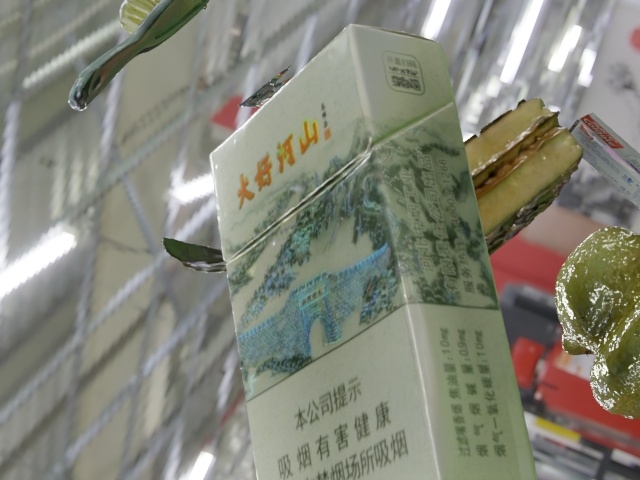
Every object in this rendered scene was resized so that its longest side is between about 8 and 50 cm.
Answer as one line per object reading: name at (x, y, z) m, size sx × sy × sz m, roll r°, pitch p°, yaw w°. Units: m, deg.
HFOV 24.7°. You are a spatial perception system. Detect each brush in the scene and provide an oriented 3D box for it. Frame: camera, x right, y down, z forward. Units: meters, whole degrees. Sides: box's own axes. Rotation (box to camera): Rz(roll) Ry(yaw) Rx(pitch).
brush at (-0.196, -0.227, 1.532) m, size 0.297 × 0.060 × 0.068 m, roll -53°, pitch -9°, yaw -49°

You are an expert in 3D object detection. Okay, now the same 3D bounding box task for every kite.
kite at (-0.065, -0.181, 1.752) m, size 0.004 × 0.090 × 0.122 m, roll 56°, pitch -148°, yaw -19°

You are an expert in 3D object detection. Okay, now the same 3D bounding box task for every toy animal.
toy animal at (0.000, 0.000, 1.217) m, size 0.155 × 0.219 × 0.095 m, roll -46°, pitch -24°, yaw -62°

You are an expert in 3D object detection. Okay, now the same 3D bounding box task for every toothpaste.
toothpaste at (0.406, -0.088, 1.911) m, size 0.047 × 0.196 × 0.040 m, roll -26°, pitch -26°, yaw -46°

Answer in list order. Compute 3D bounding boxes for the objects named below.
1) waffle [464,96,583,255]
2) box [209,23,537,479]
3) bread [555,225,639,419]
waffle at (0.132, -0.008, 1.768) m, size 0.376 × 0.114 × 0.261 m, roll -36°, pitch -11°, yaw -12°
box at (0.020, 0.033, 0.811) m, size 0.164 × 0.069 × 0.256 m, roll -37°, pitch 56°, yaw 48°
bread at (0.235, 0.051, 1.104) m, size 0.065 × 0.149 × 0.188 m, roll -10°, pitch -26°, yaw -32°
